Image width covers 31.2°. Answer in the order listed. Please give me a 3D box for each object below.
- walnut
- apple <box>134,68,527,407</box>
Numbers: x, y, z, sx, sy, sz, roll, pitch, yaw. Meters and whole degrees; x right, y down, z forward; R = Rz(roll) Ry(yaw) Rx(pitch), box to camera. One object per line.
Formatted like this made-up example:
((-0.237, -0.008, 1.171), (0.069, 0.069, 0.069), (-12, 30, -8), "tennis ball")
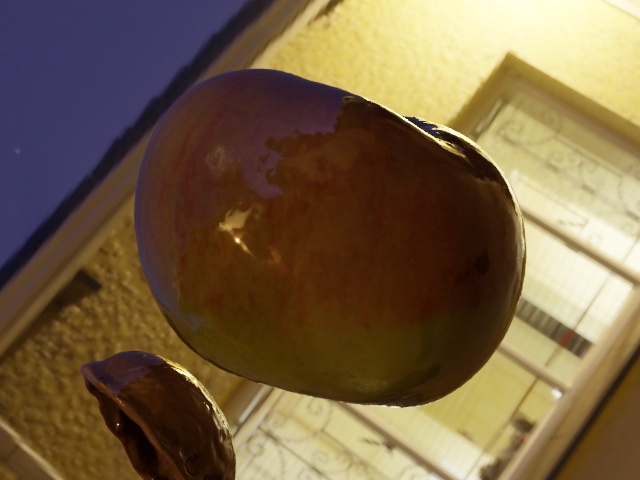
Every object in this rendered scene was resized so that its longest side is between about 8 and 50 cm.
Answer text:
((-0.134, 0.172, 1.060), (0.087, 0.167, 0.211), (-36, -44, -20), "walnut")
((0.000, 0.000, 0.741), (0.261, 0.261, 0.194), (12, -88, -72), "apple")
